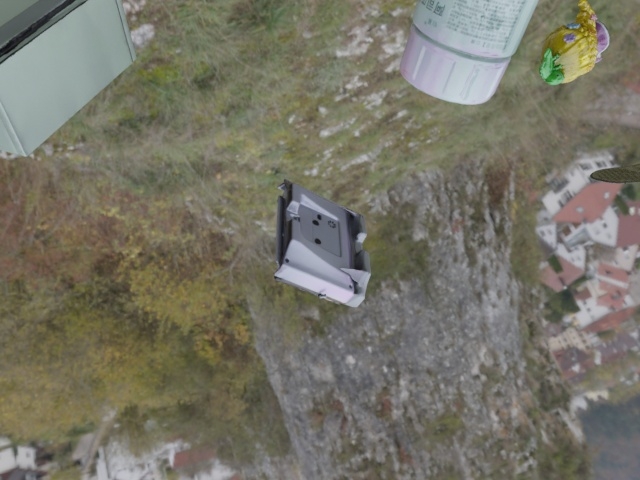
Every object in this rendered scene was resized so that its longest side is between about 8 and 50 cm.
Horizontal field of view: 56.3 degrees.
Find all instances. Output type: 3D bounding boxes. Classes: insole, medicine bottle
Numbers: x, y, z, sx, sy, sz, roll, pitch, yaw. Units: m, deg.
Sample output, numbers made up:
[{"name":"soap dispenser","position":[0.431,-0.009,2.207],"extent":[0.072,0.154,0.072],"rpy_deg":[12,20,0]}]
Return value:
[{"name":"insole","position":[0.289,-0.063,0.548],"extent":[0.135,0.045,0.002],"rpy_deg":[-12,115,-36]},{"name":"medicine bottle","position":[0.177,-0.261,0.706],"extent":[0.135,0.135,0.168],"rpy_deg":[-7,133,-27]}]

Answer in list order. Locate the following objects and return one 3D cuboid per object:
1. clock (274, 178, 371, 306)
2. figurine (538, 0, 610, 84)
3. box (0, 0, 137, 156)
[{"name":"clock","position":[0.000,0.000,1.162],"extent":[0.187,0.253,0.083],"rpy_deg":[23,131,-25]},{"name":"figurine","position":[0.423,-0.337,1.020],"extent":[0.156,0.095,0.114],"rpy_deg":[-33,121,-22]},{"name":"box","position":[-0.386,-0.233,0.709],"extent":[0.225,0.225,0.117],"rpy_deg":[15,139,14]}]
